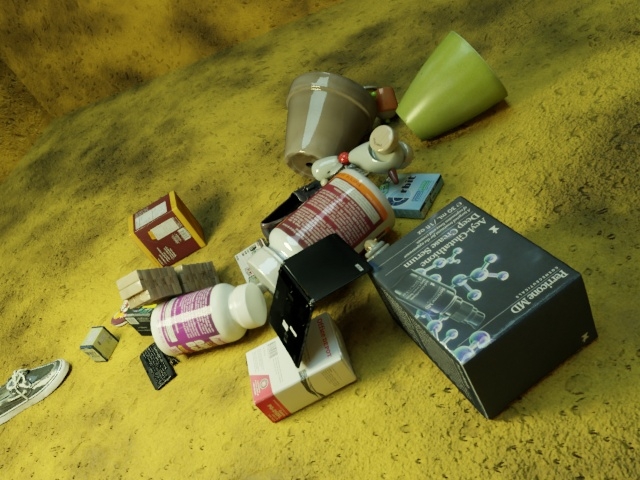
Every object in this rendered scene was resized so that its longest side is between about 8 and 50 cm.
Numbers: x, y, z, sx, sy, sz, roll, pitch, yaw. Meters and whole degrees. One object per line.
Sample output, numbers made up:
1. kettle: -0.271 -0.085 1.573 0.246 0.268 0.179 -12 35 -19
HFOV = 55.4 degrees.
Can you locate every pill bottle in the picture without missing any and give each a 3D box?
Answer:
1. pill bottle: 0.000 0.000 1.710 0.392 0.224 0.224 -41 38 -13
2. pill bottle: -0.311 0.218 1.728 0.302 0.169 0.169 -18 39 19

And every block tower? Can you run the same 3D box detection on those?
1. block tower: -0.446 0.130 1.827 0.097 0.335 0.091 -25 80 28

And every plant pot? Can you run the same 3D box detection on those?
1. plant pot: 0.005 -0.370 2.102 0.323 0.323 0.280 3 65 38
2. plant pot: 0.397 -0.467 1.964 0.293 0.275 0.274 -41 35 14

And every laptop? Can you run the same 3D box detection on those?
1. laptop: -0.010 0.136 1.481 0.137 0.264 0.234 5 19 -24

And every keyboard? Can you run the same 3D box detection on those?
1. keyboard: -0.482 0.353 1.804 0.100 0.038 0.192 -40 38 -11

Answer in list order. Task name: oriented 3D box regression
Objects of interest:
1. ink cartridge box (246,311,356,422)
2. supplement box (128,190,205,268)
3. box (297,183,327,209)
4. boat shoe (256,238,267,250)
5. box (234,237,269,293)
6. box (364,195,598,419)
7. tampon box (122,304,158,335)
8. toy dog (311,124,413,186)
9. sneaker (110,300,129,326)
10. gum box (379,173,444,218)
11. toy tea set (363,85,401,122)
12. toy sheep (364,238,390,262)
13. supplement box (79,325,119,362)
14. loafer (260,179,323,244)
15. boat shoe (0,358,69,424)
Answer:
1. ink cartridge box: -0.049 0.307 1.495 0.237 0.100 0.172 -28 37 6
2. supplement box: -0.544 -0.032 2.160 0.194 0.191 0.129 -30 37 2
3. box: -0.047 -0.065 1.883 0.233 0.159 0.044 -41 80 -13
4. boat shoe: -0.175 0.042 1.874 0.043 0.049 0.137 -34 41 0
5. box: -0.190 0.082 1.908 0.114 0.036 0.207 -33 36 -1
6. box: 0.334 0.129 1.335 0.293 0.212 0.395 -36 37 -6
7. tampon box: -0.522 0.210 1.942 0.120 0.101 0.161 -6 43 29
8. toy dog: 0.133 -0.214 1.860 0.334 0.220 0.161 -28 58 50
9. sneaker: -0.637 0.207 2.043 0.185 0.084 0.069 -40 37 -11
10. gum box: 0.256 -0.137 1.837 0.184 0.041 0.157 6 50 39
11. toy tea set: 0.139 -0.471 2.247 0.200 0.124 0.336 -10 2 -36
12. toy sheep: 0.167 0.050 1.636 0.091 0.132 0.091 -44 -4 -4
13. supplement box: -0.706 0.332 1.948 0.056 0.083 0.083 -8 42 29
14. loafer: -0.078 -0.112 2.001 0.109 0.095 0.302 19 60 46
15. boat shoe: -0.960 0.468 1.955 0.306 0.105 0.113 -32 37 0
